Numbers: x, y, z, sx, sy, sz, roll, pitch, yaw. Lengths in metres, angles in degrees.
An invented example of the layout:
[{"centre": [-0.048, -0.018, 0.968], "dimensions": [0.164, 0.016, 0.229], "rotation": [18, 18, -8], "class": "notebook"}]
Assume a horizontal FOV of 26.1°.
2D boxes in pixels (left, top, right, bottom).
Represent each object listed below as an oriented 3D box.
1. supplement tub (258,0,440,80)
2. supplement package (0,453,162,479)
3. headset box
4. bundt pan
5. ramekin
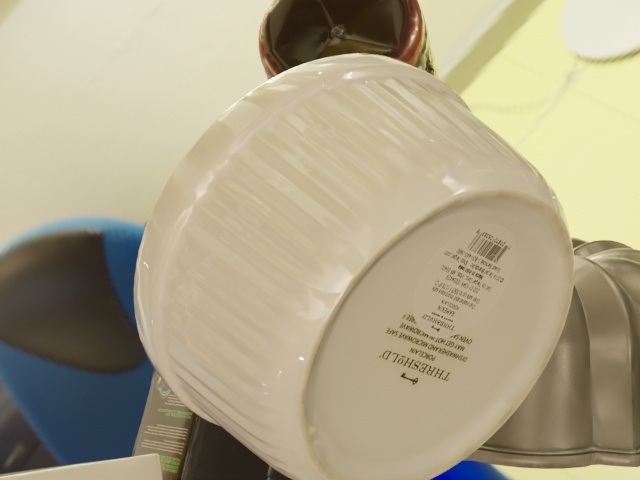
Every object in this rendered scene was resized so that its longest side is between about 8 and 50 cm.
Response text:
[{"centre": [0.031, -0.086, 0.914], "dimensions": [0.106, 0.198, 0.106], "rotation": [-6, 62, 11], "class": "supplement tub"}, {"centre": [-0.280, 0.320, 1.321], "dimensions": [0.263, 0.199, 0.198], "rotation": [-21, 75, 59], "class": "supplement package"}, {"centre": [-0.059, 0.210, 1.485], "dimensions": [0.131, 0.246, 0.283], "rotation": [-4, 68, 58], "class": "headset box"}, {"centre": [0.121, 0.060, 0.976], "dimensions": [0.331, 0.331, 0.124], "rotation": [11, 101, 55], "class": "bundt pan"}, {"centre": [0.025, 0.025, 0.665], "dimensions": [0.207, 0.207, 0.109], "rotation": [-50, 47, -2], "class": "ramekin"}]
